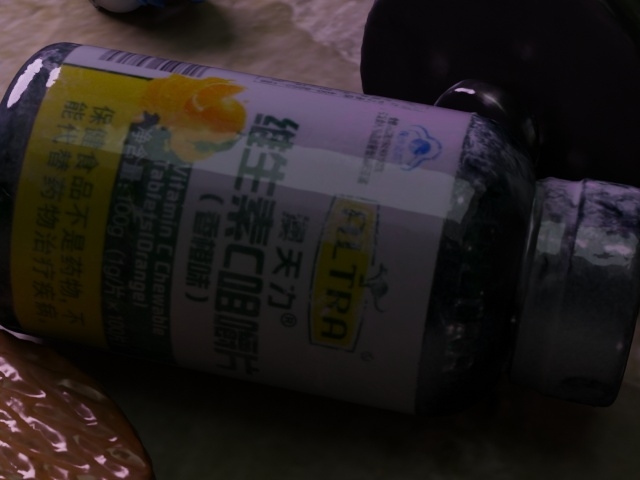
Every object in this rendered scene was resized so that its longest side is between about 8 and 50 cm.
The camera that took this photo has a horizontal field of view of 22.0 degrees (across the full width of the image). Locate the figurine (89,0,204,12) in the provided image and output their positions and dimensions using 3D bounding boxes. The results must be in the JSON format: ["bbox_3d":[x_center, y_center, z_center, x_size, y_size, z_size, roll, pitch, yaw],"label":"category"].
[{"bbox_3d":[-0.113,-0.174,1.031,0.114,0.079,0.114,29,9,-5],"label":"figurine"}]

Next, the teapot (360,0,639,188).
[{"bbox_3d":[0.152,-0.129,0.924,0.270,0.200,0.337,2,30,41],"label":"teapot"}]

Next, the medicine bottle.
[{"bbox_3d":[0.000,0.000,0.757,0.293,0.141,0.141,11,38,7],"label":"medicine bottle"}]

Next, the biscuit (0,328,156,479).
[{"bbox_3d":[-0.188,0.117,0.669,0.254,0.035,0.254,2,37,-2],"label":"biscuit"}]
